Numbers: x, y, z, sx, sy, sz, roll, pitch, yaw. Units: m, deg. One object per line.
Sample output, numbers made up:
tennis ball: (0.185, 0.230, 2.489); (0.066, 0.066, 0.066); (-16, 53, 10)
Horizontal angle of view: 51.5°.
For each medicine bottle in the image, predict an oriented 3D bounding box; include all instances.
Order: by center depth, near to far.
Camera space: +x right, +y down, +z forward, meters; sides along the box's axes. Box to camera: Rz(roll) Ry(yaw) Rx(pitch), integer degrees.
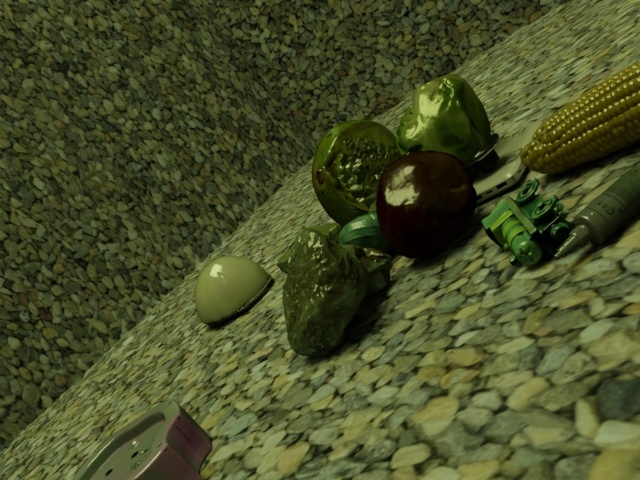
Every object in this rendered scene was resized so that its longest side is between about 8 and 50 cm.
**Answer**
medicine bottle: (0.424, -0.037, 0.990); (0.199, 0.057, 0.057); (-38, 12, -6)

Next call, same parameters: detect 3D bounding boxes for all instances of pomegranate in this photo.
pomegranate: (0.129, -0.170, 1.861); (0.359, 0.309, 0.216); (-4, -18, -37)

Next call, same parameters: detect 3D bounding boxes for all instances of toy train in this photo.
toy train: (0.352, -0.022, 1.110); (0.132, 0.083, 0.200); (-46, 10, 16)

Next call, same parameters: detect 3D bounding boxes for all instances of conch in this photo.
conch: (0.122, -0.007, 1.587); (0.188, 0.122, 0.176); (-43, -8, -31)

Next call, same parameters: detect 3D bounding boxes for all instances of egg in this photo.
egg: (-0.304, 0.136, 2.127); (0.264, 0.174, 0.286); (-36, 8, -12)

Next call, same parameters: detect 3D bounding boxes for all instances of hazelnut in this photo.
hazelnut: (0.211, -0.080, 1.406); (0.234, 0.218, 0.218); (-44, 14, -27)

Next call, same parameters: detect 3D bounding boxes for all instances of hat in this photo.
hat: (0.374, -0.187, 1.505); (0.121, 0.050, 0.121); (-47, 2, 2)

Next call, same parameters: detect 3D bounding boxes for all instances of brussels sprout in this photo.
brussels sprout: (0.314, -0.263, 1.683); (0.227, 0.294, 0.259); (-13, -2, 20)

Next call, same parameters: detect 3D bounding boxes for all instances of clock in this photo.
clock: (-0.368, 0.462, 1.280); (0.339, 0.102, 0.338); (-36, 13, 9)

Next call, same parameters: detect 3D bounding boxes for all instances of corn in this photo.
corn: (0.524, -0.222, 1.224); (0.347, 0.130, 0.130); (-31, 14, 45)

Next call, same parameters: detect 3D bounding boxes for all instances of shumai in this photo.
shumai: (0.044, 0.111, 1.353); (0.225, 0.222, 0.260); (142, 137, -60)

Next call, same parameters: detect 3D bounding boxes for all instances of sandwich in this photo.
sandwich: (0.000, 0.000, 2.049); (0.212, 0.063, 0.245); (-25, 17, 32)

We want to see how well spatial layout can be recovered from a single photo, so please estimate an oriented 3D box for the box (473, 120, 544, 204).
box: (0.431, -0.183, 1.538); (0.142, 0.044, 0.285); (-29, 15, 44)
